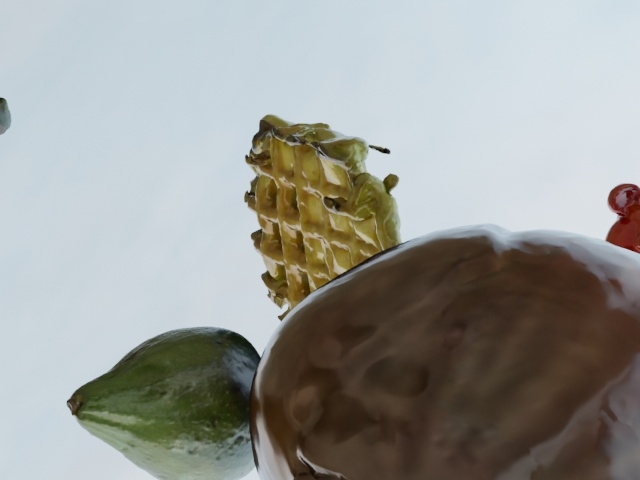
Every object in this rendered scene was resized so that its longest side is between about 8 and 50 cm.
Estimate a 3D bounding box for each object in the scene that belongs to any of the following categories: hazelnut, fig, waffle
[{"bbox_3d":[0.119,0.150,0.792,0.315,0.372,0.372,-52,-157,16],"label":"hazelnut"},{"bbox_3d":[-0.112,0.126,0.960,0.123,0.156,0.123,18,-69,60],"label":"fig"},{"bbox_3d":[-0.003,0.001,1.145,0.060,0.262,0.280,-17,155,-24],"label":"waffle"}]

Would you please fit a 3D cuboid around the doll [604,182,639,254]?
[{"bbox_3d":[0.423,0.099,1.545,0.182,0.363,0.160,-24,-172,-9],"label":"doll"}]

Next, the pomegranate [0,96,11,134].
[{"bbox_3d":[-0.295,-0.116,0.639,0.222,0.276,0.204,-53,-131,35],"label":"pomegranate"}]
